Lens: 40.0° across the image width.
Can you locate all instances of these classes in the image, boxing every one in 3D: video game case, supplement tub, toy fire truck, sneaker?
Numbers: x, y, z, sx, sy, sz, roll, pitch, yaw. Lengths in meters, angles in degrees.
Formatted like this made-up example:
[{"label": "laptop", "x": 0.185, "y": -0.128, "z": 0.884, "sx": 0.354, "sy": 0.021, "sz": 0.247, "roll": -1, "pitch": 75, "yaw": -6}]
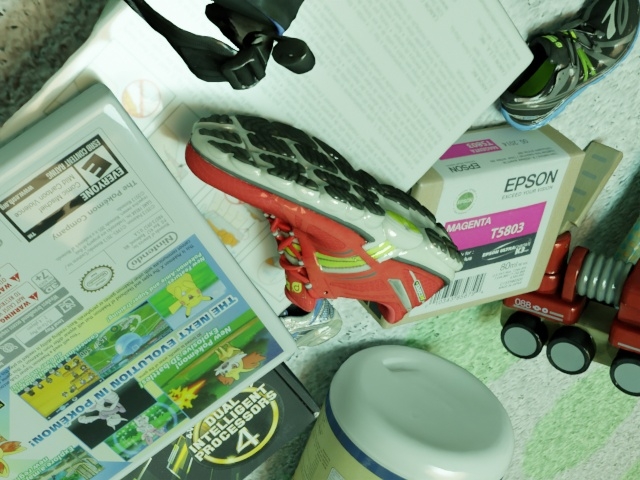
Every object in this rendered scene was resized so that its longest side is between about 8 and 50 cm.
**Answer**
[{"label": "video game case", "x": -0.217, "y": 0.086, "z": 0.676, "sx": 0.329, "sy": 0.036, "sz": 0.300, "roll": -36, "pitch": 130, "yaw": -4}, {"label": "supplement tub", "x": 0.078, "y": 0.313, "z": 1.079, "sx": 0.228, "sy": 0.228, "sz": 0.316, "roll": 0, "pitch": 123, "yaw": -36}, {"label": "toy fire truck", "x": 0.348, "y": 0.029, "z": 1.080, "sx": 0.158, "sy": 0.217, "sz": 0.247, "roll": -42, "pitch": 140, "yaw": -45}, {"label": "sneaker", "x": 0.000, "y": 0.000, "z": 0.697, "sx": 0.279, "sy": 0.107, "sz": 0.118, "roll": 28, "pitch": 111, "yaw": -36}, {"label": "sneaker", "x": -0.046, "y": 0.098, "z": 0.957, "sx": 0.135, "sy": 0.052, "sz": 0.058, "roll": -31, "pitch": 119, "yaw": -9}, {"label": "sneaker", "x": 0.264, "y": -0.198, "z": 0.929, "sx": 0.188, "sy": 0.067, "sz": 0.078, "roll": -44, "pitch": 143, "yaw": 6}]

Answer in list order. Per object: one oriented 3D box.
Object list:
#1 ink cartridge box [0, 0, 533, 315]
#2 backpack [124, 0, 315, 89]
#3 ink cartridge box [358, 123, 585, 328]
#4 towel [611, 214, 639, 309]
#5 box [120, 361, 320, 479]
[{"label": "ink cartridge box", "x": -0.043, "y": -0.124, "z": 0.718, "sx": 0.385, "sy": 0.091, "sz": 0.308, "roll": -45, "pitch": 129, "yaw": 3}, {"label": "backpack", "x": -0.110, "y": -0.257, "z": 0.472, "sx": 0.213, "sy": 0.263, "sz": 0.276, "roll": -52, "pitch": 139, "yaw": 2}, {"label": "ink cartridge box", "x": 0.160, "y": -0.020, "z": 0.979, "sx": 0.234, "sy": 0.088, "sz": 0.193, "roll": -12, "pitch": 130, "yaw": -28}, {"label": "towel", "x": 0.523, "y": -0.025, "z": 1.219, "sx": 0.271, "sy": 0.040, "sz": 0.370, "roll": 10, "pitch": 118, "yaw": -39}, {"label": "box", "x": -0.237, "y": 0.177, "z": 0.811, "sx": 0.395, "sy": 0.097, "sz": 0.318, "roll": -38, "pitch": 124, "yaw": -5}]
